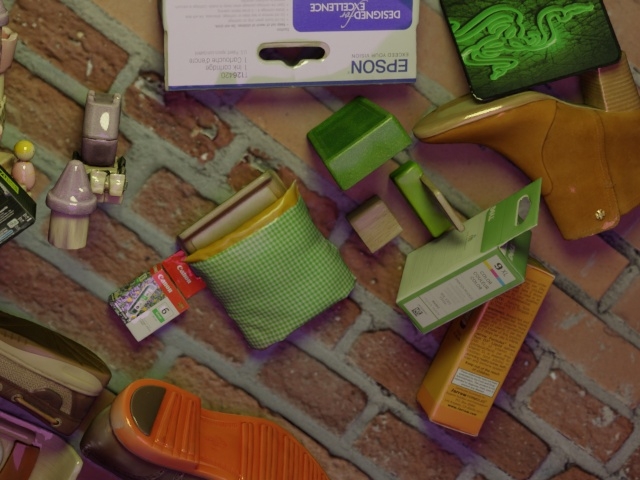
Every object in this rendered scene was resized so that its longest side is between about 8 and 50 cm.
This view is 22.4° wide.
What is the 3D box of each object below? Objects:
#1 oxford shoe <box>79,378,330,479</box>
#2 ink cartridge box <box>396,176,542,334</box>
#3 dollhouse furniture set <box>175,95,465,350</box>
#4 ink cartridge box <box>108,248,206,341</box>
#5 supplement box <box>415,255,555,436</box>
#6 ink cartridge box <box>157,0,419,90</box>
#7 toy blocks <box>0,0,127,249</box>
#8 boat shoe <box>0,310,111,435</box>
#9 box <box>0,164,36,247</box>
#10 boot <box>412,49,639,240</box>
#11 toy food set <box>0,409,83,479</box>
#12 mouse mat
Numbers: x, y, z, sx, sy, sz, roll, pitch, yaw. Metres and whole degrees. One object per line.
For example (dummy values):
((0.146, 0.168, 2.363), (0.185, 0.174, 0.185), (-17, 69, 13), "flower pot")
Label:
((-0.131, 0.290, 2.019), (0.363, 0.130, 0.133), (33, 131, -25), "oxford shoe")
((0.195, 0.020, 1.940), (0.209, 0.109, 0.062), (-31, 111, 28), "ink cartridge box")
((0.000, 0.000, 1.911), (0.301, 0.151, 0.197), (-36, 110, 0), "dollhouse furniture set")
((-0.193, 0.065, 1.961), (0.115, 0.029, 0.063), (-34, 111, 1), "ink cartridge box")
((0.207, 0.124, 2.036), (0.080, 0.078, 0.233), (19, 103, -16), "supplement box")
((-0.036, -0.332, 1.851), (0.303, 0.072, 0.307), (-3, 110, -12), "ink cartridge box")
((-0.348, -0.165, 1.720), (0.309, 0.288, 0.260), (6, 111, -10), "toy blocks")
((-0.420, 0.134, 1.894), (0.342, 0.123, 0.123), (26, 99, -24), "boat shoe")
((-0.410, -0.038, 1.593), (0.190, 0.045, 0.184), (-35, 116, 11), "box")
((0.271, -0.093, 1.966), (0.295, 0.104, 0.211), (-18, 110, -10), "boot")
((-0.473, 0.296, 1.945), (0.306, 0.092, 0.220), (26, 101, -18), "toy food set")
((0.249, -0.256, 1.919), (0.189, 0.007, 0.153), (-17, 76, -5), "mouse mat")
